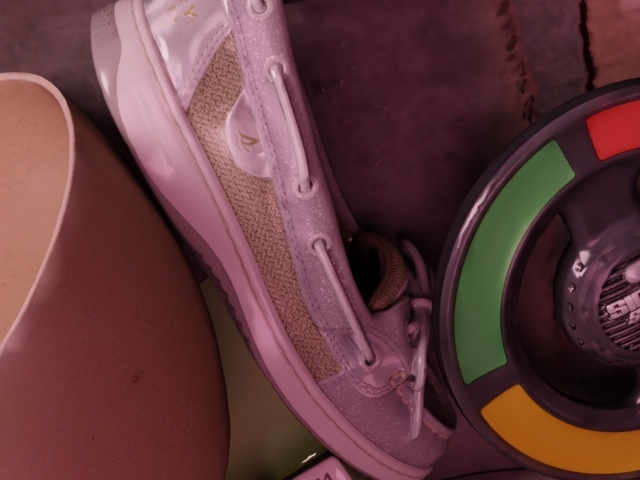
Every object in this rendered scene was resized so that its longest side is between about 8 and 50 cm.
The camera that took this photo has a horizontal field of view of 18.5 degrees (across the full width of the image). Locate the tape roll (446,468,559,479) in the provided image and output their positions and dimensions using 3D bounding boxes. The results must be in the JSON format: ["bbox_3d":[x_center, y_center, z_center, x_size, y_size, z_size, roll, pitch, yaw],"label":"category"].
[{"bbox_3d":[0.125,0.319,1.189,0.392,0.072,0.392,0,115,1],"label":"tape roll"}]

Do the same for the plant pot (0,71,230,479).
[{"bbox_3d":[-0.156,0.085,0.983,0.284,0.284,0.191,-40,124,17],"label":"plant pot"}]

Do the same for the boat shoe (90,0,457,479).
[{"bbox_3d":[-0.001,-0.002,1.004,0.103,0.118,0.320,-26,117,10],"label":"boat shoe"}]

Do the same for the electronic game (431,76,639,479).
[{"bbox_3d":[0.167,0.024,1.032,0.229,0.048,0.229,-7,114,-16],"label":"electronic game"}]

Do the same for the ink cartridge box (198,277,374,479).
[{"bbox_3d":[-0.053,0.154,1.076,0.171,0.056,0.235,-33,91,14],"label":"ink cartridge box"}]

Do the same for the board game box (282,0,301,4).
[{"bbox_3d":[0.064,-0.218,0.949,0.243,0.042,0.165,-13,114,6],"label":"board game box"}]
